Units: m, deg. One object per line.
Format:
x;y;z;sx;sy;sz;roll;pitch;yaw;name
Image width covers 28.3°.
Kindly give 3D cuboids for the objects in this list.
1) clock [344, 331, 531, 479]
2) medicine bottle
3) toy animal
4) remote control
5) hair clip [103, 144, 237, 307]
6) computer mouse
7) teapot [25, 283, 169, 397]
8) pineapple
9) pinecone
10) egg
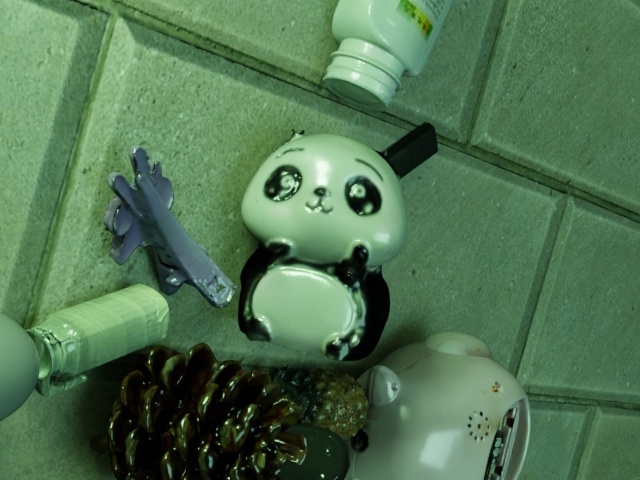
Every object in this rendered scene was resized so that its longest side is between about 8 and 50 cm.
0.193;0.342;2.193;0.376;0.250;0.368;6;99;-53;clock
0.117;-0.362;1.927;0.179;0.124;0.324;35;74;-52;medicine bottle
0.000;0.000;1.840;0.251;0.251;0.310;3;102;-53;toy animal
0.118;-0.122;2.104;0.245;0.025;0.063;-37;126;-39;remote control
-0.215;-0.006;1.678;0.137;0.090;0.278;-53;134;-24;hair clip
-0.090;0.355;1.878;0.269;0.137;0.086;-11;144;-13;computer mouse
-0.294;0.132;1.634;0.200;0.077;0.107;-19;131;-48;teapot
-0.036;0.254;1.978;0.248;0.128;0.128;15;91;-49;pineapple
-0.159;0.254;1.692;0.244;0.309;0.244;2;90;-70;pinecone
-0.404;0.144;1.433;0.198;0.146;0.146;17;90;-60;egg
